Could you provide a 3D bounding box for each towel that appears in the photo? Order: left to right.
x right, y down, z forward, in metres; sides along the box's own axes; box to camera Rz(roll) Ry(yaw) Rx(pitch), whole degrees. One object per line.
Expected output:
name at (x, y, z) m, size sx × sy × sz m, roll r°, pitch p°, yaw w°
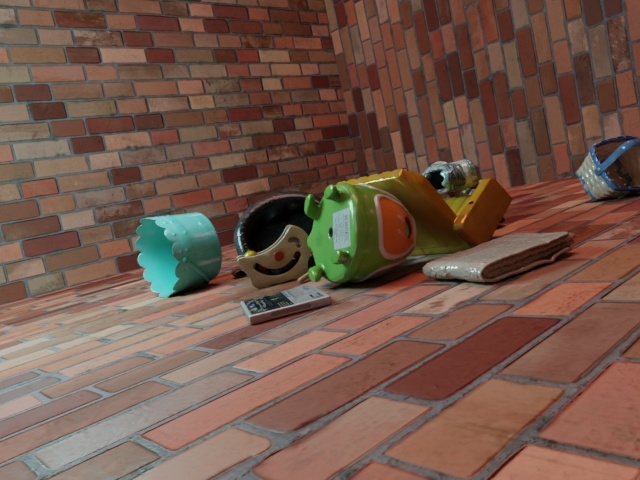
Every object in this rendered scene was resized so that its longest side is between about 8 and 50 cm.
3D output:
towel at (0.372, 0.034, 1.143) m, size 0.282 × 0.049 × 0.187 m, roll -16°, pitch 5°, yaw -26°

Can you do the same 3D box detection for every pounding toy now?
pounding toy at (-0.097, 0.040, 1.548) m, size 0.270 × 0.154 × 0.155 m, roll -13°, pitch 5°, yaw -9°

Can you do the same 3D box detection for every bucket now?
bucket at (-0.467, 0.040, 1.821) m, size 0.183 × 0.281 × 0.281 m, roll -14°, pitch 6°, yaw -40°

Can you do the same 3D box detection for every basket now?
basket at (1.020, -0.261, 1.817) m, size 0.255 × 0.201 × 0.289 m, roll -14°, pitch -26°, yaw -14°

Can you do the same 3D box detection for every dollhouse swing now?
dollhouse swing at (0.262, -0.127, 1.499) m, size 0.347 × 0.305 × 0.315 m, roll -7°, pitch 35°, yaw 47°

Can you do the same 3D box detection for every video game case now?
video game case at (-0.081, 0.137, 1.207) m, size 0.173 × 0.022 × 0.190 m, roll -13°, pitch 6°, yaw -13°

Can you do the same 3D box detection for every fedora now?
fedora at (-0.101, 0.003, 1.757) m, size 0.334 × 0.334 × 0.152 m, roll -12°, pitch -29°, yaw -6°

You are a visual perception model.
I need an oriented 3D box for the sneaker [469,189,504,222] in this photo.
sneaker at (0.527, -0.107, 1.860) m, size 0.111 × 0.129 × 0.297 m, roll -11°, pitch 6°, yaw -4°

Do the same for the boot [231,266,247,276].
boot at (-0.248, 0.102, 1.896) m, size 0.119 × 0.042 × 0.087 m, roll -14°, pitch 12°, yaw -11°

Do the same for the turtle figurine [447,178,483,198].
turtle figurine at (0.461, -0.121, 1.748) m, size 0.118 × 0.175 × 0.234 m, roll 22°, pitch 3°, yaw -8°

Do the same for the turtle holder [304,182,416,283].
turtle holder at (0.088, 0.003, 1.344) m, size 0.228 × 0.243 × 0.320 m, roll 1°, pitch -37°, yaw -23°

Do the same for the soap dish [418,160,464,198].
soap dish at (0.364, -0.182, 1.978) m, size 0.291 × 0.118 × 0.229 m, roll -21°, pitch 1°, yaw -31°

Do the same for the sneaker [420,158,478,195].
sneaker at (0.352, -0.189, 1.688) m, size 0.122 × 0.110 × 0.283 m, roll -14°, pitch 0°, yaw -19°
